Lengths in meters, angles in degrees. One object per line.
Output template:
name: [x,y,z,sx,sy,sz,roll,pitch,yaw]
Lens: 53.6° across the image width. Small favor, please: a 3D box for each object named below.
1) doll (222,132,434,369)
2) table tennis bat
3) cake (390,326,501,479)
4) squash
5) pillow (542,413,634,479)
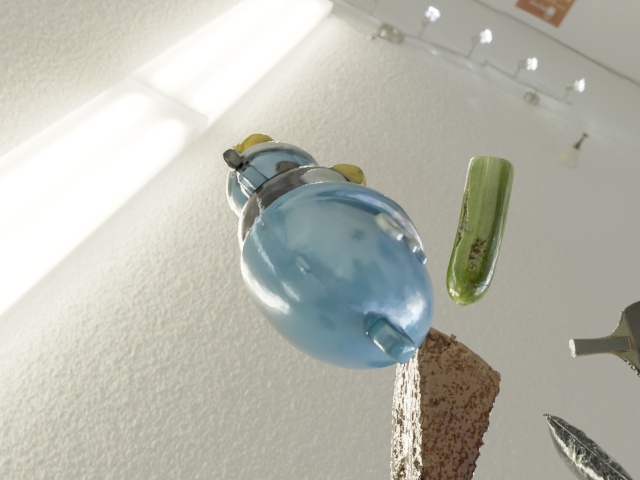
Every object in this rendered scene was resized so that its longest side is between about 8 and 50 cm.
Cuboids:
doll: [0.000,0.000,0.551,0.177,0.141,0.314,34,-167,-37]
table tennis bat: [0.471,0.147,0.918,0.220,0.019,0.130,-4,-115,-2]
cake: [0.134,0.249,0.725,0.112,0.116,0.295,15,-116,-7]
squash: [0.089,-0.004,0.355,0.027,0.027,0.083,15,-100,-13]
pillow: [0.415,0.350,0.936,0.055,0.141,0.208,-31,-154,-6]
